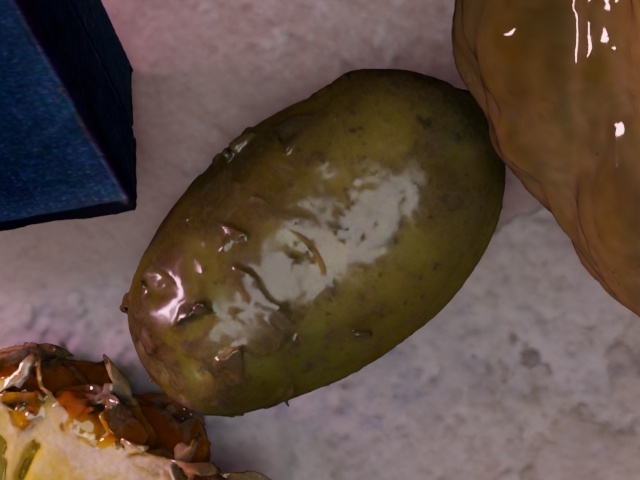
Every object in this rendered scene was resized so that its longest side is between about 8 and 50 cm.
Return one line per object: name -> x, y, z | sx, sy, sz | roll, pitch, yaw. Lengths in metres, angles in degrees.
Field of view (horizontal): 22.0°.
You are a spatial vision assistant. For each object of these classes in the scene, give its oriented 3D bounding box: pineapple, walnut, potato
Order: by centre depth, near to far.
walnut -> 0.219, -0.097, 0.813 | 0.253, 0.282, 0.277 | -26, 94, -30
potato -> 0.000, 0.000, 0.923 | 0.251, 0.113, 0.149 | -43, 89, 3
pineapple -> -0.133, 0.165, 0.980 | 0.236, 0.114, 0.186 | 43, 102, 4

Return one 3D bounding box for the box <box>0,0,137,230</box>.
box -> -0.260, -0.102, 0.841 | 0.278, 0.261, 0.116 | -8, 59, 6
